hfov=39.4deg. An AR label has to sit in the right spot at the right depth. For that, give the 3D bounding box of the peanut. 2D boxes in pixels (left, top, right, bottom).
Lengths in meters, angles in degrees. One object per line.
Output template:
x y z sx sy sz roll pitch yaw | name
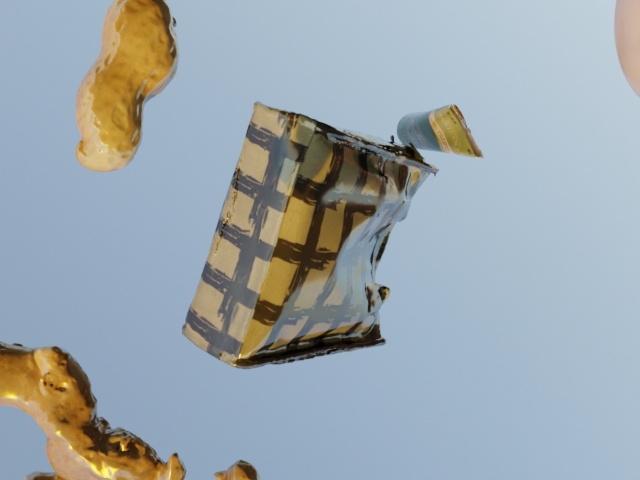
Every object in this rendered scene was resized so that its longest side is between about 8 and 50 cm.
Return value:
-0.267 -0.219 1.222 0.117 0.101 0.263 22 -98 -10 | peanut

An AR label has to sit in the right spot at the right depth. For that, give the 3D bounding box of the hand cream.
0.169 -0.161 1.314 0.055 0.235 0.086 -36 -75 -7 | hand cream

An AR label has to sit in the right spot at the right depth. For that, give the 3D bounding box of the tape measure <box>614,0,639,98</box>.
0.337 -0.180 0.743 0.178 0.105 0.196 -41 -63 -15 | tape measure

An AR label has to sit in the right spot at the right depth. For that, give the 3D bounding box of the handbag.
0.000 0.000 1.207 0.162 0.325 0.327 26 -168 37 | handbag

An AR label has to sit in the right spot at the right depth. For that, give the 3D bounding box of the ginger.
-0.182 0.175 0.696 0.259 0.149 0.065 31 -161 -9 | ginger
